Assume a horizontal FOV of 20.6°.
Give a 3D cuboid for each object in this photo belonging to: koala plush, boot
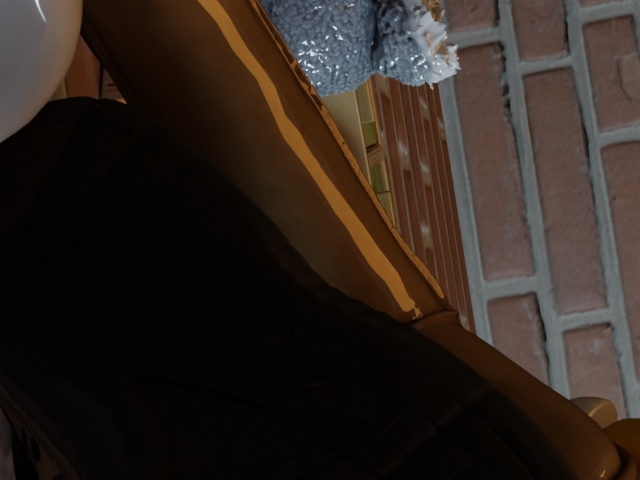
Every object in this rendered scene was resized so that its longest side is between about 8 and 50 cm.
[{"bbox_3d":[-0.020,-0.180,1.006,0.203,0.196,0.221,-41,122,-65],"label":"koala plush"},{"bbox_3d":[-0.004,0.149,0.607,0.377,0.138,0.284,43,-23,39],"label":"boot"},{"bbox_3d":[0.000,0.000,0.706,0.269,0.089,0.236,58,-13,-13],"label":"boot"}]

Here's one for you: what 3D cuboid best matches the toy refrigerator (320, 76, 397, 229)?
[{"bbox_3d":[-0.003,-0.083,1.223,0.102,0.094,0.269,-35,117,-79],"label":"toy refrigerator"}]

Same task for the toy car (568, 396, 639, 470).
[{"bbox_3d":[0.196,0.196,1.089,0.136,0.159,0.182,-52,145,-26],"label":"toy car"}]

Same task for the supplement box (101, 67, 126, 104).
[{"bbox_3d":[-0.070,-0.062,0.921,0.098,0.062,0.036,65,20,-55],"label":"supplement box"}]

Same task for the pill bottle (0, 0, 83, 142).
[{"bbox_3d":[-0.125,-0.142,0.479,0.131,0.131,0.229,68,16,-52],"label":"pill bottle"}]
